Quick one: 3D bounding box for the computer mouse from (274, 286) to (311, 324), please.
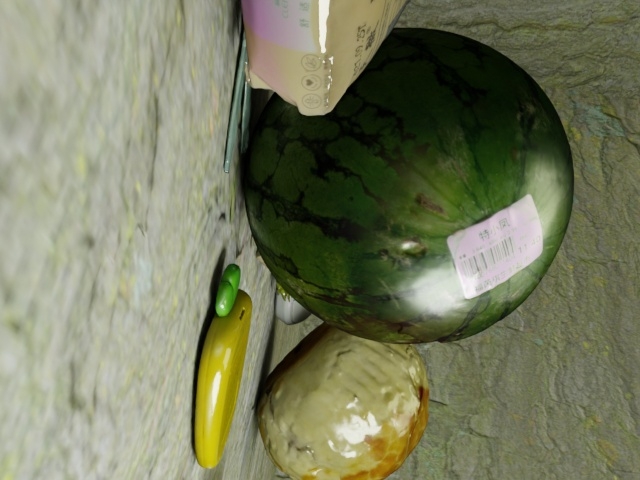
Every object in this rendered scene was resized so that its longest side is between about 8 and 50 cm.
[{"bbox_3d":[-0.025,0.070,1.403,0.297,0.121,0.184,-79,179,-70],"label":"computer mouse"}]

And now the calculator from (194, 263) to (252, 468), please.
[{"bbox_3d":[-0.103,0.136,0.665,0.146,0.032,0.234,-77,178,-64],"label":"calculator"}]

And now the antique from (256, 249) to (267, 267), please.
[{"bbox_3d":[0.000,0.000,0.946,0.152,0.148,0.146,46,38,-33],"label":"antique"}]

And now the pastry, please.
[{"bbox_3d":[0.056,0.344,1.294,0.388,0.312,0.388,-45,-176,5],"label":"pastry"}]

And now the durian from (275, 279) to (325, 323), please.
[{"bbox_3d":[-0.028,0.047,1.181,0.375,0.107,0.132,81,11,-56],"label":"durian"}]

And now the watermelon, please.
[{"bbox_3d":[0.086,-0.060,0.679,0.363,0.364,0.363,9,90,-88],"label":"watermelon"}]

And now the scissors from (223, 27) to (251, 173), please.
[{"bbox_3d":[-0.063,-0.188,0.565,0.144,0.017,0.247,-74,174,-66],"label":"scissors"}]

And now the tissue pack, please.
[{"bbox_3d":[0.020,-0.256,0.462,0.215,0.123,0.256,-57,159,-32],"label":"tissue pack"}]
